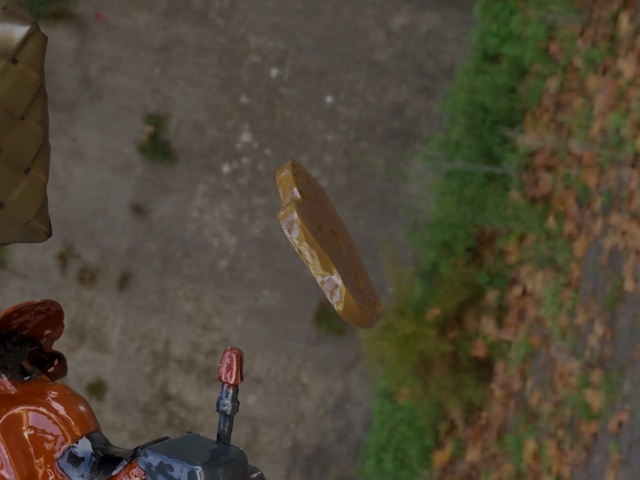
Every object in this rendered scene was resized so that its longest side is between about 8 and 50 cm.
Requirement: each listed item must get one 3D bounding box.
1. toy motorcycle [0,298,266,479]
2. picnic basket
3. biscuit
[{"bbox_3d":[-0.185,0.165,1.043,0.148,0.326,0.221,-13,-68,-57],"label":"toy motorcycle"},{"bbox_3d":[-0.220,-0.053,0.631,0.128,0.178,0.138,44,136,50],"label":"picnic basket"},{"bbox_3d":[-0.001,0.001,1.014,0.118,0.023,0.140,33,-150,-60],"label":"biscuit"}]
